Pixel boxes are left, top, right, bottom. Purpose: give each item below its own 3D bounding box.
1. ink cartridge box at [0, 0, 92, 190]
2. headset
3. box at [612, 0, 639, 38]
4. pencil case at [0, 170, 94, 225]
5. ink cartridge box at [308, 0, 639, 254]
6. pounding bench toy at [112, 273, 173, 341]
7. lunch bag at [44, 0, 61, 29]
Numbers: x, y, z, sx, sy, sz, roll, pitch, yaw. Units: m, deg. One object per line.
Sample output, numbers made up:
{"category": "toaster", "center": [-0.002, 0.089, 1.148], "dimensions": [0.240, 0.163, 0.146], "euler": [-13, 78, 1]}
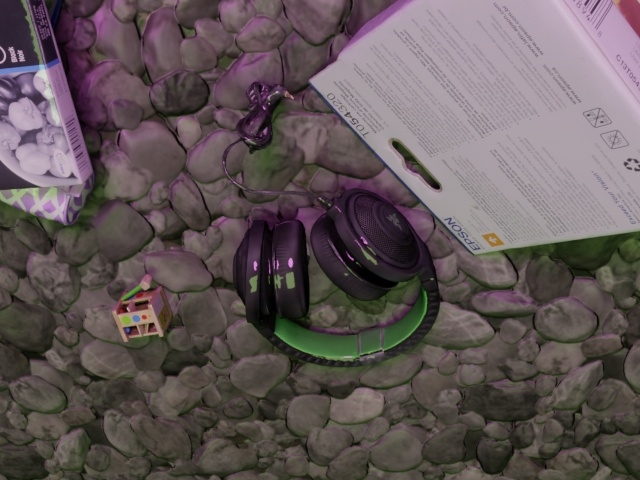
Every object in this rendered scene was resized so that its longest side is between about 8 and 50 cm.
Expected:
{"category": "ink cartridge box", "center": [-0.371, -0.152, 0.690], "dimensions": [0.208, 0.045, 0.206], "euler": [-4, 118, 7]}
{"category": "headset", "center": [0.000, 0.000, 0.816], "dimensions": [0.243, 0.185, 0.394], "euler": [-17, 130, 16]}
{"category": "box", "center": [0.311, -0.226, 0.651], "dimensions": [0.126, 0.149, 0.232], "euler": [-37, 109, 20]}
{"category": "pencil case", "center": [-0.384, -0.089, 0.794], "dimensions": [0.206, 0.086, 0.088], "euler": [20, 155, -8]}
{"category": "ink cartridge box", "center": [0.188, -0.126, 0.686], "dimensions": [0.324, 0.071, 0.330], "euler": [44, 156, -18]}
{"category": "pounding bench toy", "center": [-0.252, 0.089, 0.896], "dimensions": [0.065, 0.052, 0.083], "euler": [-9, 116, 8]}
{"category": "lunch bag", "center": [-0.336, -0.307, 0.682], "dimensions": [0.128, 0.096, 0.151], "euler": [22, 107, -10]}
